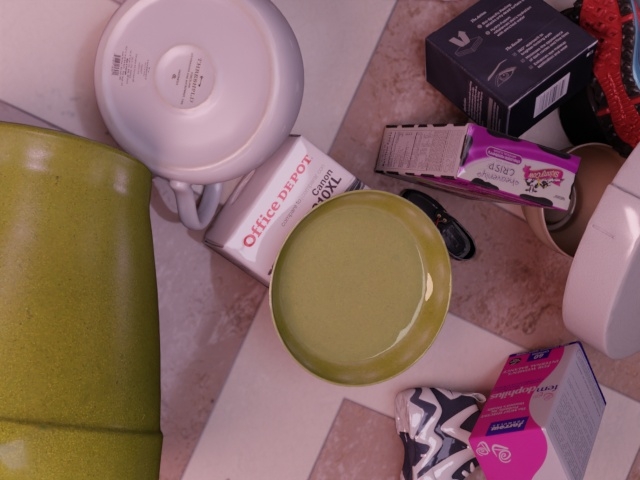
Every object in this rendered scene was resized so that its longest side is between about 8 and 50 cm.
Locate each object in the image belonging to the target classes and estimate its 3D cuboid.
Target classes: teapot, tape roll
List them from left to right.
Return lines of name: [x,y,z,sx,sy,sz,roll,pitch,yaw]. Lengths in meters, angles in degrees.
teapot: [-0.126,-0.179,1.122,0.256,0.187,0.252,-35,88,13]
tape roll: [0.468,-0.018,1.298,0.392,0.072,0.392,-34,142,-31]

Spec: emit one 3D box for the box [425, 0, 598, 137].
box: [0.245,-0.233,1.256,0.156,0.093,0.158,-36,63,-14]

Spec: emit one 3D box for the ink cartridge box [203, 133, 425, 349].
ink cartridge box: [0.000,0.000,1.223,0.237,0.100,0.172,36,82,-20]

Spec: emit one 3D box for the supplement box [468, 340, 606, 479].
supplement box: [0.296,0.243,1.294,0.113,0.111,0.220,64,33,-14]

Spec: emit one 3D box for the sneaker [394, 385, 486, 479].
sneaker: [0.189,0.313,1.329,0.153,0.094,0.234,-5,87,-12]

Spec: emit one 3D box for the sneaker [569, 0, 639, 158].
sneaker: [0.418,-0.239,1.286,0.125,0.104,0.261,-24,103,-35]

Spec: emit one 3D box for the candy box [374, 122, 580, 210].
candy box: [0.189,-0.094,1.214,0.159,0.233,0.071,14,91,-21]

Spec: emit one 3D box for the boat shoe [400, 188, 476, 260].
boat shoe: [0.162,-0.022,1.315,0.133,0.042,0.049,43,82,-18]

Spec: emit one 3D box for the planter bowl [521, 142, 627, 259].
planter bowl: [0.348,-0.055,1.345,0.162,0.109,0.162,-2,95,-21]

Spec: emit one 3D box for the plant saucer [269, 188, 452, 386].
plant saucer: [0.046,0.057,1.173,0.241,0.037,0.240,-3,98,-21]

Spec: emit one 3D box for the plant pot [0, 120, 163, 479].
plant pot: [-0.317,0.073,1.003,0.367,0.366,0.352,12,79,-21]

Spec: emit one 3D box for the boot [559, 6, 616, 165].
boot: [0.441,-0.256,1.370,0.229,0.091,0.262,-27,102,-16]
